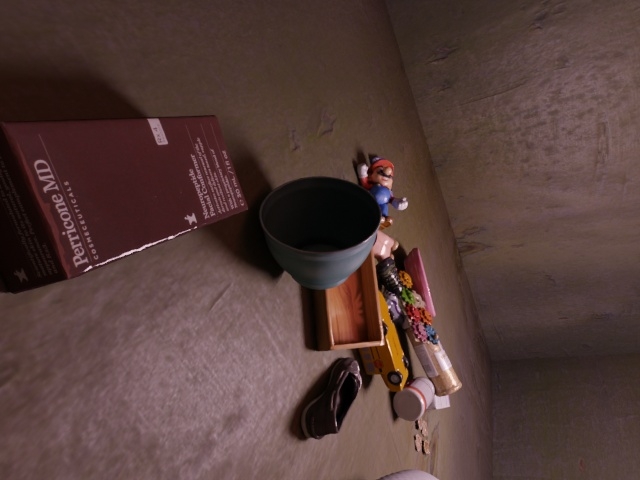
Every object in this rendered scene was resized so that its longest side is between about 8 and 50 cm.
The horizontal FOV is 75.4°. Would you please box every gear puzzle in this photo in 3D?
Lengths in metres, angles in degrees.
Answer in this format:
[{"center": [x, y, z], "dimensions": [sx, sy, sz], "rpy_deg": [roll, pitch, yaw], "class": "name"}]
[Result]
[{"center": [0.400, 0.265, 1.713], "dimensions": [0.175, 0.044, 0.339], "rpy_deg": [20, 43, -37], "class": "gear puzzle"}]

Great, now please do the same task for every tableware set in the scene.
[{"center": [0.435, 0.831, 1.768], "dimensions": [0.169, 0.020, 0.141], "rpy_deg": [48, 39, -43], "class": "tableware set"}]

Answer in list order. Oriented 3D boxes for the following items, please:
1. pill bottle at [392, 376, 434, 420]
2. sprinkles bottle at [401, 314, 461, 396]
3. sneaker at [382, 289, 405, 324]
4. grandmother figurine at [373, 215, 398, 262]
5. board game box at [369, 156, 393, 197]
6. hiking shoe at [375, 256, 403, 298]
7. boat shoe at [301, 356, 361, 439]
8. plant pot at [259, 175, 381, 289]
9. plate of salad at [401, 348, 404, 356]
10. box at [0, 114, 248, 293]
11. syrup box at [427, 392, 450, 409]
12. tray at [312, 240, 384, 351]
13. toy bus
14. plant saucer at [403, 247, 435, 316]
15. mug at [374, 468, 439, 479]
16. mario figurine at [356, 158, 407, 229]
[{"center": [0.375, 0.615, 1.633], "dimensions": [0.221, 0.121, 0.121], "rpy_deg": [4, 75, -62], "class": "pill bottle"}, {"center": [0.466, 0.473, 1.767], "dimensions": [0.121, 0.121, 0.356], "rpy_deg": [0, 63, -62], "class": "sprinkles bottle"}, {"center": [0.270, 0.292, 1.651], "dimensions": [0.098, 0.083, 0.224], "rpy_deg": [-49, 136, -18], "class": "sneaker"}, {"center": [0.178, -0.003, 1.551], "dimensions": [0.342, 0.103, 0.208], "rpy_deg": [33, 65, -51], "class": "grandmother figurine"}, {"center": [0.289, -0.285, 1.938], "dimensions": [0.136, 0.035, 0.201], "rpy_deg": [-16, 93, -62], "class": "board game box"}, {"center": [0.280, 0.146, 1.607], "dimensions": [0.114, 0.086, 0.227], "rpy_deg": [51, -4, 32], "class": "hiking shoe"}, {"center": [0.063, 0.430, 1.150], "dimensions": [0.335, 0.095, 0.112], "rpy_deg": [-29, 105, -61], "class": "boat shoe"}, {"center": [0.000, 0.000, 1.056], "dimensions": [0.293, 0.292, 0.196], "rpy_deg": [-70, 165, -46], "class": "plant pot"}, {"center": [0.302, 0.476, 1.634], "dimensions": [0.199, 0.048, 0.200], "rpy_deg": [33, 52, -54], "class": "plate of salad"}, {"center": [-0.295, -0.083, 0.647], "dimensions": [0.381, 0.143, 0.191], "rpy_deg": [-35, 111, -59], "class": "box"}, {"center": [0.508, 0.711, 1.874], "dimensions": [0.237, 0.093, 0.097], "rpy_deg": [31, 52, -55], "class": "syrup box"}, {"center": [0.071, 0.113, 1.247], "dimensions": [0.202, 0.076, 0.412], "rpy_deg": [5, 74, -35], "class": "tray"}, {"center": [0.194, 0.339, 1.397], "dimensions": [0.108, 0.130, 0.333], "rpy_deg": [-37, 112, -61], "class": "toy bus"}, {"center": [0.462, 0.202, 1.951], "dimensions": [0.332, 0.084, 0.333], "rpy_deg": [-14, 90, -78], "class": "plant saucer"}, {"center": [0.170, 0.807, 1.058], "dimensions": [0.328, 0.276, 0.374], "rpy_deg": [26, 87, -50], "class": "mug"}, {"center": [0.249, -0.217, 1.696], "dimensions": [0.198, 0.170, 0.321], "rpy_deg": [45, 43, -43], "class": "mario figurine"}]
